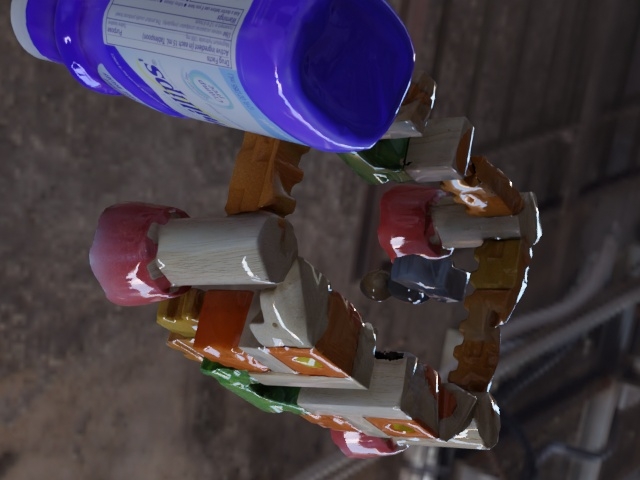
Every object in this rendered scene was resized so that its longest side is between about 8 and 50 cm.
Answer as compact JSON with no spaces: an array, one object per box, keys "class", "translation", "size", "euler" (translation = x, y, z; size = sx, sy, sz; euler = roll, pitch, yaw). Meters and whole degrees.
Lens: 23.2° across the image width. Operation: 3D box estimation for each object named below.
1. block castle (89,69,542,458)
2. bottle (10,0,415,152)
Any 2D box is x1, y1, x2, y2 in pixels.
[{"class":"block castle","translation":[0.000,0.000,1.394],"size":[0.213,0.303,0.453],"euler":[-2,153,34]},{"class":"bottle","translation":[-0.079,-0.123,0.933],"size":[0.283,0.092,0.118],"euler":[16,167,42]}]
